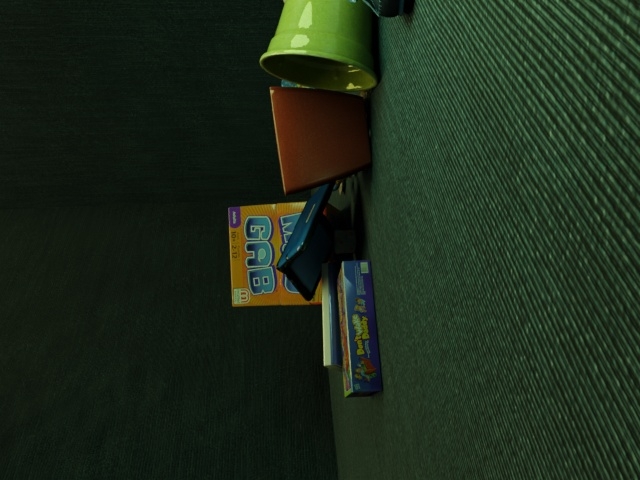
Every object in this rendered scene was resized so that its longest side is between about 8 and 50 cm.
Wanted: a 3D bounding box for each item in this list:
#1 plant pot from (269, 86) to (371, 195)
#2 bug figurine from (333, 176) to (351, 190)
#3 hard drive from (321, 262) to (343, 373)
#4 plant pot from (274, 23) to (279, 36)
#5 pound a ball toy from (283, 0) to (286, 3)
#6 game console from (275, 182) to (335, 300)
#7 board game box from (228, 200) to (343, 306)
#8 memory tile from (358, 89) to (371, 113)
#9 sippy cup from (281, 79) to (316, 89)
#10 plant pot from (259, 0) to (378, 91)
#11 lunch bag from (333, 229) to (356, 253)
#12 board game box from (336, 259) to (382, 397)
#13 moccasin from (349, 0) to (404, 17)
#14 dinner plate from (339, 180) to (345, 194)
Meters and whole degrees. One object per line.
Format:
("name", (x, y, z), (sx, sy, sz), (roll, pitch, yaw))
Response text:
("plant pot", (0.000, -0.269, 1.428), (0.267, 0.236, 0.267), (-131, 34, -83))
("bug figurine", (0.054, -0.274, 1.715), (0.216, 0.072, 0.279), (-179, 88, -66))
("hard drive", (0.063, 0.253, 1.690), (0.210, 0.040, 0.318), (41, -138, -57))
("plant pot", (-0.031, -0.745, 2.020), (0.254, 0.237, 0.237), (-126, 32, -59))
("pound a ball toy", (-0.010, -0.653, 1.660), (0.319, 0.208, 0.135), (92, 174, -57))
("game console", (0.000, 0.000, 1.644), (0.250, 0.173, 0.293), (-41, 22, 53))
("board game box", (-0.114, 0.056, 2.008), (0.356, 0.356, 0.356), (14, -107, -80))
("memory tile", (0.115, -0.406, 1.391), (0.148, 0.012, 0.113), (98, 169, -72))
("sippy cup", (-0.051, -0.586, 2.196), (0.305, 0.224, 0.240), (106, 160, -77))
("plant pot", (0.016, -0.508, 1.229), (0.276, 0.276, 0.253), (-151, 70, -86))
("lunch bag", (0.079, 0.008, 1.754), (0.053, 0.071, 0.083), (-96, 4, -49))
("board game box", (0.103, 0.255, 1.496), (0.233, 0.078, 0.347), (97, 170, -69))
("moccasin", (0.084, -0.515, 0.992), (0.137, 0.117, 0.342), (91, 175, -46))
("dinner plate", (0.080, -0.243, 2.003), (0.141, 0.017, 0.141), (177, 90, -85))
